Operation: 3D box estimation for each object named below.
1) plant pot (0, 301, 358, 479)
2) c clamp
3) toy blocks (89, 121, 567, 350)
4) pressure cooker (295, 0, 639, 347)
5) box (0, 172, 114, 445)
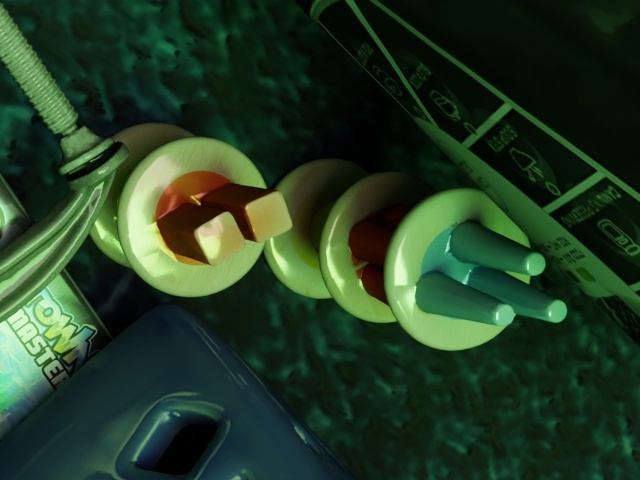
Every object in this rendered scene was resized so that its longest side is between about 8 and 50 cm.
[{"bbox_3d":[-0.021,0.197,0.480,0.236,0.212,0.236,-45,123,-12],"label":"plant pot"},{"bbox_3d":[-0.113,-0.055,0.481,0.137,0.022,0.161,-33,109,-17],"label":"c clamp"},{"bbox_3d":[0.000,0.000,0.512,0.123,0.148,0.054,10,94,-25],"label":"toy blocks"},{"bbox_3d":[0.218,-0.111,0.413,0.420,0.375,0.370,48,48,-1],"label":"pressure cooker"},{"bbox_3d":[-0.156,-0.001,0.504,0.114,0.036,0.207,-38,111,-15],"label":"box"}]
